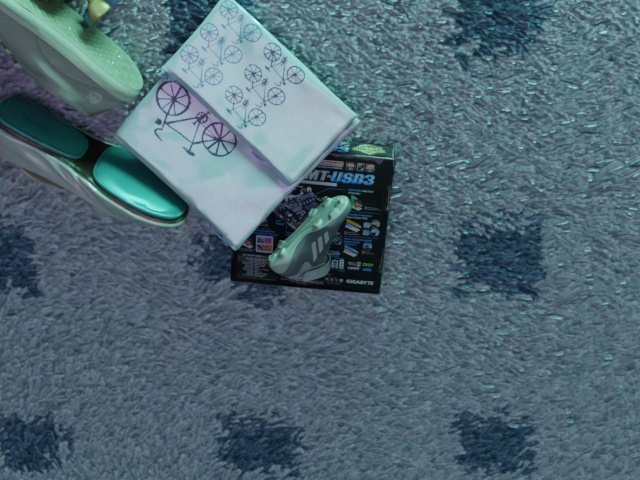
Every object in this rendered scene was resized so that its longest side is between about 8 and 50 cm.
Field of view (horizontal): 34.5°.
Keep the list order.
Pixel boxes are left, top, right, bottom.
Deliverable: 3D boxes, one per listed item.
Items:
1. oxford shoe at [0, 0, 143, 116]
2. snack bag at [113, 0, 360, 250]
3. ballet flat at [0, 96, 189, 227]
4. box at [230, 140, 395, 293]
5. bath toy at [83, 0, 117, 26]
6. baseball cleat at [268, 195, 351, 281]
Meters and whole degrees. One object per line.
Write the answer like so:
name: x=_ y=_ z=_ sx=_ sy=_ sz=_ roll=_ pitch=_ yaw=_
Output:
oxford shoe: x=-0.504 y=-0.369 z=1.744 sx=0.130 sy=0.169 sz=0.449 roll=-37 pitch=115 yaw=23
snack bag: x=-0.159 y=-0.201 z=1.818 sx=0.323 sy=0.037 sz=0.342 roll=43 pitch=103 yaw=-7
ballet flat: x=-0.432 y=-0.124 z=1.905 sx=0.400 sy=0.139 sz=0.139 roll=29 pitch=117 yaw=-7
box: x=-0.019 y=-0.049 z=1.934 sx=0.295 sy=0.073 sz=0.293 roll=5 pitch=118 yaw=2
bath toy: x=-0.471 y=-0.510 z=1.687 sx=0.348 sy=0.151 sz=0.129 roll=43 pitch=148 yaw=-18
baseball cleat: x=0.000 y=0.000 z=1.891 sx=0.109 sy=0.072 sz=0.206 roll=36 pitch=121 yaw=-29
